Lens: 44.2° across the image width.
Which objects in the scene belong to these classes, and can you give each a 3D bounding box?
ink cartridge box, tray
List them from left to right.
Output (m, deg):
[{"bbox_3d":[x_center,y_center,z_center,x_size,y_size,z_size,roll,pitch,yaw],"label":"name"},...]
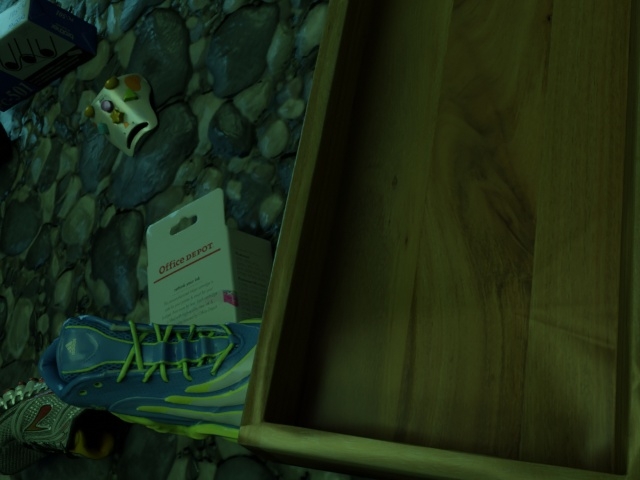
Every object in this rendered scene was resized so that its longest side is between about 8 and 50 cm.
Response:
[{"bbox_3d":[-0.392,-0.236,1.016,0.207,0.097,0.046,-18,63,35],"label":"ink cartridge box"},{"bbox_3d":[-0.092,0.059,0.682,0.104,0.062,0.181,-25,61,31],"label":"ink cartridge box"},{"bbox_3d":[0.096,-0.062,0.482,0.203,0.076,0.410,5,69,16],"label":"tray"}]

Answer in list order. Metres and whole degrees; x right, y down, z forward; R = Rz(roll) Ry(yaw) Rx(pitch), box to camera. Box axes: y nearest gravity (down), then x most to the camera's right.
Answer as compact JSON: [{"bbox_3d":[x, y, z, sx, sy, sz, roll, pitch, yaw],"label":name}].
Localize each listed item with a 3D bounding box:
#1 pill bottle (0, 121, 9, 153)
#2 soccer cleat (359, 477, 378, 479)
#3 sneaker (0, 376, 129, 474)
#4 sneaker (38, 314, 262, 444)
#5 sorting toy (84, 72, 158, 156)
[{"bbox_3d":[-0.532,-0.097,1.055,0.219,0.123,0.122,-34,54,10],"label":"pill bottle"},{"bbox_3d":[0.074,0.050,0.523,0.116,0.109,0.318,-23,58,27],"label":"soccer cleat"},{"bbox_3d":[-0.246,0.174,0.753,0.225,0.088,0.092,-36,56,25],"label":"sneaker"},{"bbox_3d":[-0.108,0.097,0.556,0.240,0.126,0.091,-12,70,37],"label":"sneaker"},{"bbox_3d":[-0.216,-0.135,0.878,0.083,0.045,0.075,-48,70,16],"label":"sorting toy"}]
